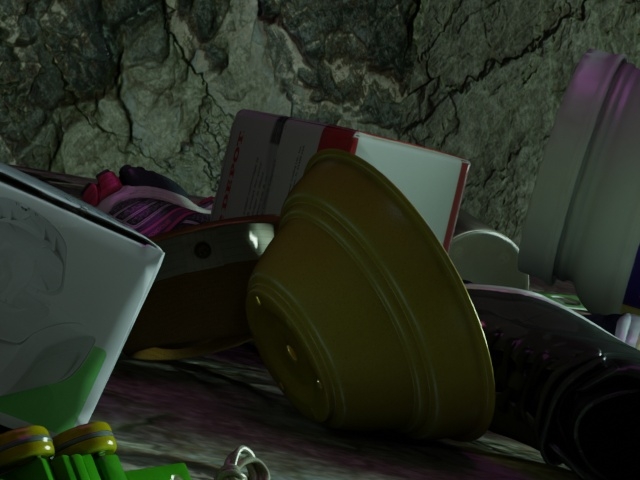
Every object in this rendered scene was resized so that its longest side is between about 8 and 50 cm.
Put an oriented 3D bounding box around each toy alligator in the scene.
[{"bbox_3d":[-0.091,0.107,0.690,0.051,0.056,0.189,-32,-19,26],"label":"toy alligator"}]

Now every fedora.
[{"bbox_3d":[-0.092,0.041,1.255,0.194,0.079,0.194,-15,-9,-2],"label":"fedora"}]

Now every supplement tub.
[{"bbox_3d":[0.355,-0.019,1.463,0.331,0.241,0.241,18,5,12],"label":"supplement tub"}]

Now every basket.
[{"bbox_3d":[0.122,0.028,1.934,0.204,0.154,0.227,8,8,-22],"label":"basket"}]

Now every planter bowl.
[{"bbox_3d":[0.013,0.056,1.137,0.090,0.217,0.217,-27,20,-22],"label":"planter bowl"}]

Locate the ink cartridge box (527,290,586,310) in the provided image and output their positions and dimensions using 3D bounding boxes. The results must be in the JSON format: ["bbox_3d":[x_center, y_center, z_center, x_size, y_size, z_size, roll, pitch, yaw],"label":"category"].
[{"bbox_3d":[0.161,0.080,1.719,0.209,0.062,0.109,6,4,-8],"label":"ink cartridge box"}]

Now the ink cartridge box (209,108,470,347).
[{"bbox_3d":[0.000,0.000,1.497,0.114,0.197,0.273,12,4,-24],"label":"ink cartridge box"}]

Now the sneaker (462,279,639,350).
[{"bbox_3d":[0.167,0.090,1.395,0.153,0.099,0.282,17,-3,1],"label":"sneaker"}]

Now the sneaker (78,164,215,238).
[{"bbox_3d":[-0.108,0.020,1.694,0.299,0.121,0.112,10,33,-45],"label":"sneaker"}]

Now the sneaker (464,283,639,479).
[{"bbox_3d":[0.148,0.094,1.146,0.295,0.105,0.147,21,2,24],"label":"sneaker"}]

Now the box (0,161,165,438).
[{"bbox_3d":[-0.246,-0.009,0.959,0.262,0.127,0.231,25,0,-21],"label":"box"}]
